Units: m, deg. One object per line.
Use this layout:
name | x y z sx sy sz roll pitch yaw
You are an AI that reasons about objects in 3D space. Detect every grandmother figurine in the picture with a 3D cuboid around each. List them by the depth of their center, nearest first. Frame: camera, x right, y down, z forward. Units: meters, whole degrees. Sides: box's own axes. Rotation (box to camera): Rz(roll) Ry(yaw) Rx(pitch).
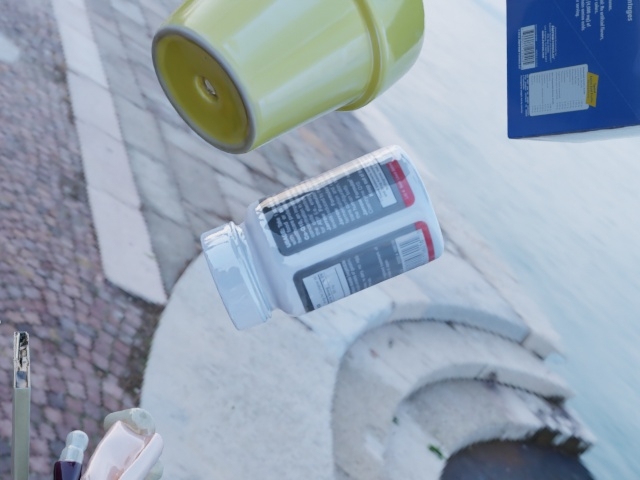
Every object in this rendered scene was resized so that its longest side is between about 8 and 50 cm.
grandmother figurine | -0.284 0.335 1.203 0.342 0.104 0.208 -69 145 -68

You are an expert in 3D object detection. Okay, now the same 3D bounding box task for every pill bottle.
pill bottle | 0.000 0.000 1.252 0.161 0.283 0.161 158 -90 -88

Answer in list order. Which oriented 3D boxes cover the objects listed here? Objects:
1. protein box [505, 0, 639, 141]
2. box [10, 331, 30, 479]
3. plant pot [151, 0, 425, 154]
protein box | 0.340 -0.224 1.157 0.135 0.200 0.201 -2 1 -36
box | -0.385 0.241 1.247 0.021 0.201 0.164 1 19 -18
plant pot | -0.051 -0.229 1.095 0.254 0.239 0.254 36 -29 24
